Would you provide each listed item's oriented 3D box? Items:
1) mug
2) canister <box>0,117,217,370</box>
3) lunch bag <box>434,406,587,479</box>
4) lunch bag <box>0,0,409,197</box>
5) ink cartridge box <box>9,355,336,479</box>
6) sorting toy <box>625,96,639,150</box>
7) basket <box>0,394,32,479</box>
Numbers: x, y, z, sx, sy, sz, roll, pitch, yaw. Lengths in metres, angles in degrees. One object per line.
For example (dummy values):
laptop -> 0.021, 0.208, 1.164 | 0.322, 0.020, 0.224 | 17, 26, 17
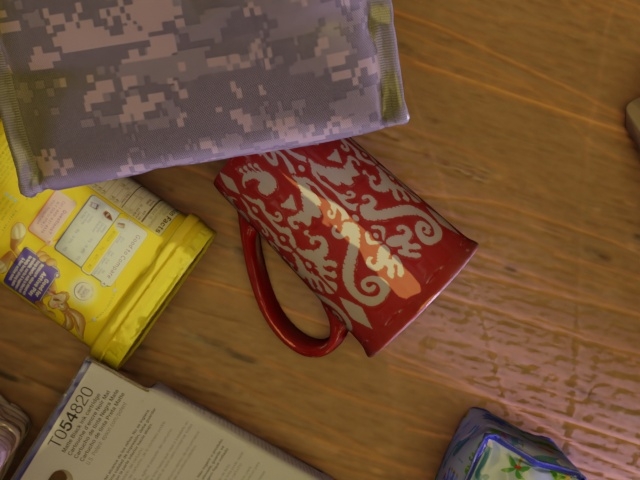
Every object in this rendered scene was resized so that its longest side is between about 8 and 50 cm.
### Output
mug -> 0.002, -0.002, 0.893 | 0.169, 0.113, 0.150 | 45, 88, 1
canister -> -0.180, -0.005, 0.904 | 0.170, 0.073, 0.126 | 36, 91, -1
lunch bag -> 0.113, 0.206, 0.890 | 0.096, 0.129, 0.151 | 23, 93, 2
lunch bag -> -0.077, -0.155, 0.808 | 0.235, 0.287, 0.168 | -10, 112, 3
ink cartridge box -> -0.130, 0.222, 0.904 | 0.224, 0.045, 0.223 | 32, 91, -16
sorting toy -> 0.377, -0.066, 0.838 | 0.256, 0.089, 0.257 | -20, 50, -1
basket -> -0.403, 0.184, 0.806 | 0.331, 0.266, 0.328 | 31, 90, -2
